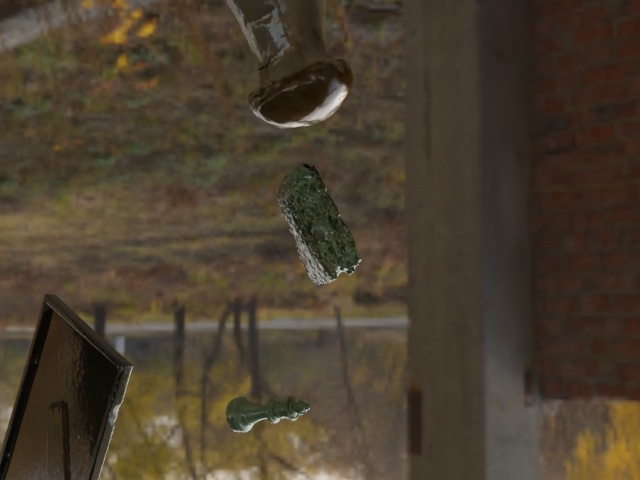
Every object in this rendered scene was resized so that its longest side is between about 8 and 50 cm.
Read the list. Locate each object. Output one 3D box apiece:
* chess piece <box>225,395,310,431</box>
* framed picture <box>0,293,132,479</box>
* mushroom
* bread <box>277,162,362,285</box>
[{"bbox_3d":[-0.081,0.279,1.964,0.149,0.059,0.059,-11,168,33],"label":"chess piece"},{"bbox_3d":[-0.325,0.238,1.479,0.016,0.289,0.213,7,-164,-42],"label":"framed picture"},{"bbox_3d":[-0.050,-0.280,1.157,0.128,0.350,0.128,-13,176,-1],"label":"mushroom"},{"bbox_3d":[0.000,0.000,1.728,0.064,0.172,0.232,-30,141,-11],"label":"bread"}]
